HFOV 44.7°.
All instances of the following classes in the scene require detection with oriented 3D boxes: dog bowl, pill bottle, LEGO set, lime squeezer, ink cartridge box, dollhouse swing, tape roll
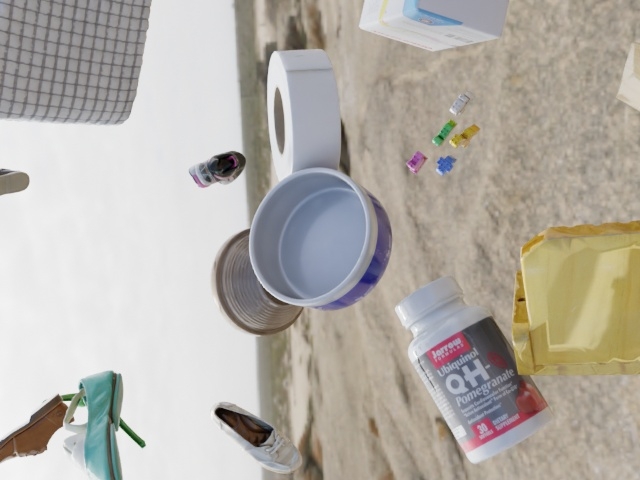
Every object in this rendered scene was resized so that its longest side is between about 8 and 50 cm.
[{"bbox_3d":[0.000,0.000,1.492,0.104,0.265,0.265,25,-122,-57],"label":"dog bowl"},{"bbox_3d":[0.272,0.231,1.440,0.318,0.176,0.176,60,168,16],"label":"pill bottle"},{"bbox_3d":[0.288,-0.224,1.765,0.227,0.087,0.093,-55,-16,22],"label":"LEGO set"},{"bbox_3d":[-0.521,0.384,1.766,0.310,0.059,0.110,44,-154,-46],"label":"lime squeezer"},{"bbox_3d":[0.237,-0.521,1.606,0.270,0.198,0.197,-162,83,-67],"label":"ink cartridge box"},{"bbox_3d":[0.489,0.048,1.272,0.315,0.347,0.305,-61,-37,-59],"label":"dollhouse swing"},{"bbox_3d":[-0.039,-0.250,1.604,0.286,0.100,0.286,175,90,-79],"label":"tape roll"}]

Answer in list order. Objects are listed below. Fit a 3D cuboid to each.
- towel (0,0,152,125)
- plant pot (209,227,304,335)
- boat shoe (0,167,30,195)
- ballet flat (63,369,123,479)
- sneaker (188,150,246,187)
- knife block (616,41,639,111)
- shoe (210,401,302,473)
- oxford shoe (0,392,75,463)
[{"bbox_3d":[-0.365,-0.304,1.061,0.121,0.235,0.283,24,109,39],"label":"towel"},{"bbox_3d":[-0.105,0.084,1.653,0.110,0.237,0.237,-10,80,54],"label":"plant pot"},{"bbox_3d":[-0.836,-0.145,1.952,0.206,0.065,0.075,-13,-63,-53],"label":"boat shoe"},{"bbox_3d":[-0.339,0.289,1.161,0.247,0.087,0.083,-113,18,-57],"label":"ballet flat"},{"bbox_3d":[-0.201,-0.158,1.676,0.072,0.077,0.178,63,-151,-8],"label":"sneaker"},{"bbox_3d":[0.476,-0.195,1.015,0.276,0.242,0.088,29,117,41],"label":"knife block"},{"bbox_3d":[-0.132,0.401,1.583,0.076,0.219,0.058,-56,-4,-23],"label":"shoe"},{"bbox_3d":[-0.561,0.385,1.467,0.076,0.212,0.076,54,170,-10],"label":"oxford shoe"}]
